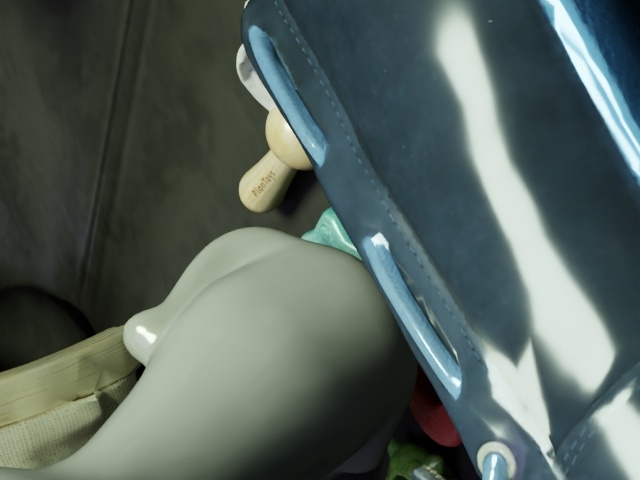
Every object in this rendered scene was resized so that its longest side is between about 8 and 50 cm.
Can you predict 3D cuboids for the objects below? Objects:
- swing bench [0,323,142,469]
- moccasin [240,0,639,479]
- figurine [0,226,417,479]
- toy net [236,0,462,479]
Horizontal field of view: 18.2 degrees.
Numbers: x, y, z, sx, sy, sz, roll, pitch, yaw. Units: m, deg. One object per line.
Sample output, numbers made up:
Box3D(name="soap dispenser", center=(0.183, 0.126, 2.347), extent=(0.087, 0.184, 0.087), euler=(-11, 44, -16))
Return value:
Box3D(name="swing bench", center=(-0.182, 0.173, 0.923), extent=(0.254, 0.165, 0.253), euler=(4, 110, 53))
Box3D(name="moccasin", center=(0.085, 0.049, 0.521), extent=(0.117, 0.137, 0.342), euler=(-35, 65, 29))
Box3D(name="figurine", center=(-0.013, 0.107, 0.576), extent=(0.215, 0.209, 0.092), euler=(39, 129, 18))
Box3D(name="toy net", center=(0.000, 0.000, 0.684), extent=(0.122, 0.045, 0.232), euler=(30, 130, 43))
